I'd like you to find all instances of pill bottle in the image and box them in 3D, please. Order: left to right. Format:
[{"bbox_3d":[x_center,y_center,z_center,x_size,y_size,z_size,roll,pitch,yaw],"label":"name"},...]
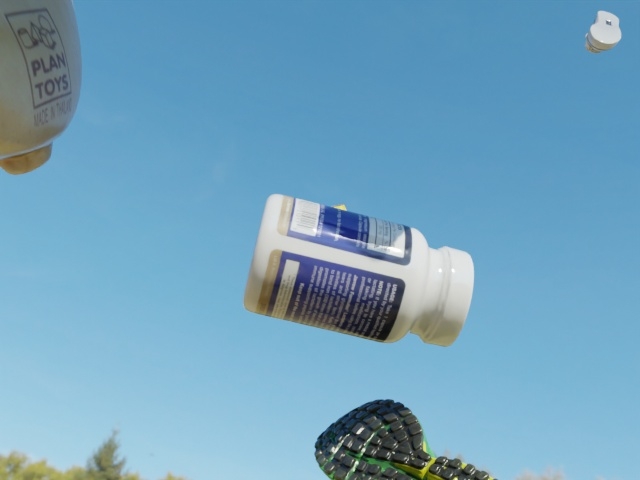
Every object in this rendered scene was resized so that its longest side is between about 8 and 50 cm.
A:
[{"bbox_3d":[0.045,0.044,0.904,0.265,0.153,0.153,14,-32,-5],"label":"pill bottle"}]

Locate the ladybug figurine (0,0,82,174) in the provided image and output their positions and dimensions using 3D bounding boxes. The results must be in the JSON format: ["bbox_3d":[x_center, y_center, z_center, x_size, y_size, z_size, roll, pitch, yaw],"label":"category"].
[{"bbox_3d":[-0.314,-0.234,0.446,0.162,0.305,0.449,-20,-73,15],"label":"ladybug figurine"}]

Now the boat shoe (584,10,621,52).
[{"bbox_3d":[0.321,-0.232,0.832,0.035,0.100,0.035,22,-51,6],"label":"boat shoe"}]

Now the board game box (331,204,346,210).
[{"bbox_3d":[0.000,0.000,1.603,0.170,0.141,0.048,-11,-30,-27],"label":"board game box"}]

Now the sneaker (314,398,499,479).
[{"bbox_3d":[0.110,0.315,0.877,0.343,0.134,0.146,30,-32,56],"label":"sneaker"}]
